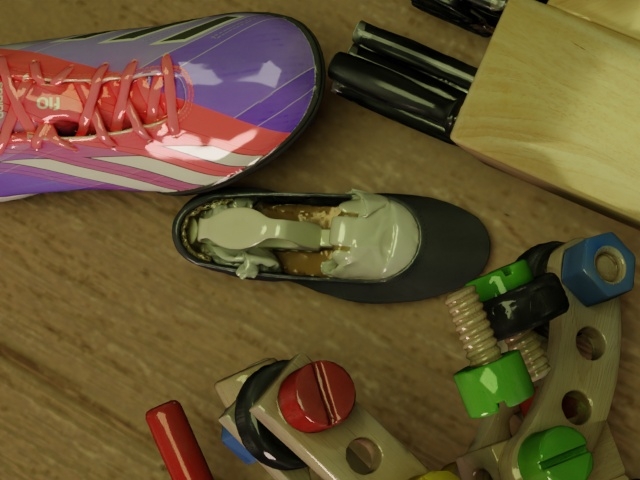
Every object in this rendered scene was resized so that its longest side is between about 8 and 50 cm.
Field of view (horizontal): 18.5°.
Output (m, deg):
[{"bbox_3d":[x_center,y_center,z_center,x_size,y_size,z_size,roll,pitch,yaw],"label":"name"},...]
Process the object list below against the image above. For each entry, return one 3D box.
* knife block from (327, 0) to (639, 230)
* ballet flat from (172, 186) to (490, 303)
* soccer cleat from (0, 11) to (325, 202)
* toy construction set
[{"bbox_3d":[0.134,-0.064,1.159,0.242,0.088,0.275,-22,77,15],"label":"knife block"},{"bbox_3d":[0.000,0.000,1.203,0.203,0.074,0.074,5,85,18],"label":"ballet flat"},{"bbox_3d":[-0.150,-0.081,1.211,0.318,0.116,0.108,-6,81,29],"label":"soccer cleat"},{"bbox_3d":[0.066,0.155,1.104,0.309,0.257,0.237,-23,89,35],"label":"toy construction set"}]
